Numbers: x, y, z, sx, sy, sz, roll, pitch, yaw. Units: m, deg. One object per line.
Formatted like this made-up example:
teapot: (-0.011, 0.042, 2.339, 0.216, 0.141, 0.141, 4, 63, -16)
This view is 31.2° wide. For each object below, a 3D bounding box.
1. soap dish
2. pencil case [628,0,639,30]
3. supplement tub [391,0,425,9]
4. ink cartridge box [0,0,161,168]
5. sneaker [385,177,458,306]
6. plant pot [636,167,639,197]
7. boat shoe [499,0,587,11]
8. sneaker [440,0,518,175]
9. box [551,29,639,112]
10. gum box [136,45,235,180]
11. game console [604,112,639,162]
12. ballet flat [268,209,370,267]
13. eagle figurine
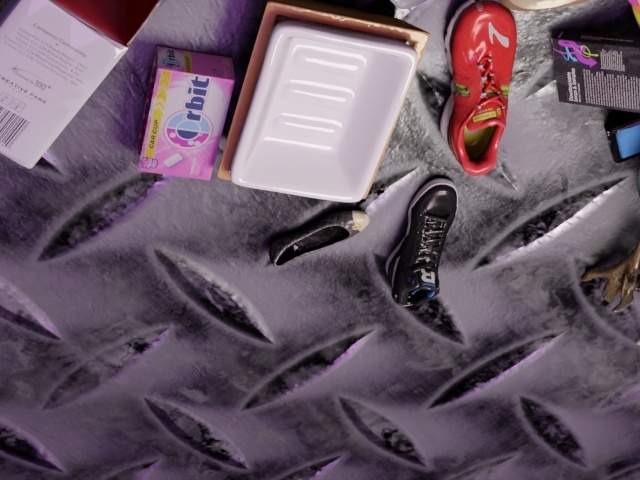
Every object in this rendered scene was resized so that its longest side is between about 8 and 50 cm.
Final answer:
soap dish: (-0.004, -0.199, 1.601, 0.229, 0.118, 0.291, 8, 129, -17)
pencil case: (0.501, -0.296, 1.622, 0.104, 0.104, 0.236, -25, 128, 12)
supplement tub: (0.161, -0.382, 1.451, 0.190, 0.117, 0.117, -24, 132, 26)
ink cartridge box: (-0.312, -0.290, 1.340, 0.130, 0.309, 0.272, 30, 119, -30)
sneaker: (0.174, 0.017, 1.819, 0.079, 0.121, 0.217, 8, 129, -18)
plant pot: (0.653, -0.026, 1.670, 0.341, 0.334, 0.341, -14, 137, -13)
boat shoe: (0.395, -0.398, 1.500, 0.342, 0.123, 0.123, -9, 133, 6)
sneaker: (0.237, -0.213, 1.631, 0.107, 0.118, 0.279, -7, 132, -5)
box: (0.415, -0.241, 1.641, 0.162, 0.029, 0.116, 11, 139, 28)
gum box: (-0.194, -0.173, 1.626, 0.107, 0.062, 0.188, 7, 129, -15)
game console: (0.505, -0.165, 1.752, 0.122, 0.107, 0.071, -21, 96, 8)
ballet flat: (0.000, 0.000, 1.821, 0.173, 0.049, 0.057, -23, 132, 10)
eagle figurine: (0.629, 0.068, 1.905, 0.298, 0.226, 0.225, 14, 107, -14)
